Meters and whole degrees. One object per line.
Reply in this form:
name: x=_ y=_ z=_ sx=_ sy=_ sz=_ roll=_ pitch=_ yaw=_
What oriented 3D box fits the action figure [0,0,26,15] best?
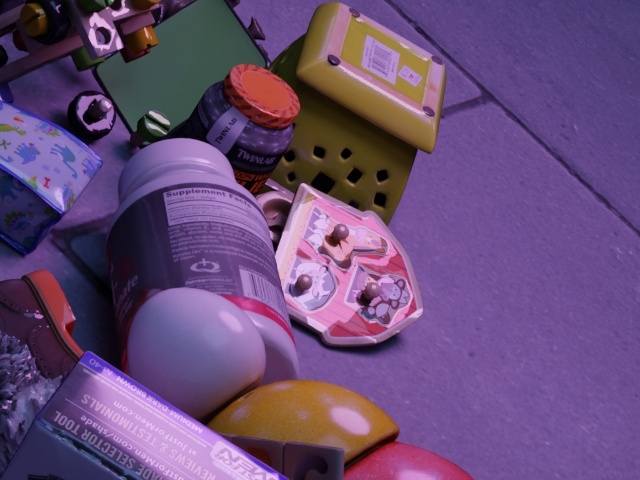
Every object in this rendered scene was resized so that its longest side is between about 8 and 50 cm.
action figure: x=-0.408 y=-0.393 z=2.234 sx=0.185 sy=0.099 sz=0.285 roll=43 pitch=28 yaw=-49

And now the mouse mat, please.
mouse mat: x=-0.172 y=-0.212 z=2.187 sx=0.153 sy=0.189 sz=0.007 roll=57 pitch=1 yaw=30

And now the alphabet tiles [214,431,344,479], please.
alphabet tiles: x=-0.055 y=0.323 z=1.382 sx=0.285 sy=0.343 sz=0.011 roll=2 pitch=-1 yaw=43

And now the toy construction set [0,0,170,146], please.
toy construction set: x=-0.267 y=-0.294 z=2.031 sx=0.257 sy=0.237 sz=0.309 roll=5 pitch=72 yaw=-31

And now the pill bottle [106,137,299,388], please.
pill bottle: x=-0.131 y=0.041 z=1.862 sx=0.176 sy=0.176 sz=0.318 roll=17 pitch=36 yaw=-27

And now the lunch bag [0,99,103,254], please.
lunch bag: x=-0.331 y=-0.078 z=1.912 sx=0.151 sy=0.096 sz=0.129 roll=40 pitch=31 yaw=-10

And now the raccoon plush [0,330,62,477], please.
raccoon plush: x=-0.311 y=0.100 z=1.611 sx=0.299 sy=0.216 sz=0.446 roll=24 pitch=32 yaw=-31

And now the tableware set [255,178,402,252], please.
tableware set: x=0.000 y=0.000 z=2.135 sx=0.194 sy=0.039 sz=0.128 roll=28 pitch=50 yaw=-10

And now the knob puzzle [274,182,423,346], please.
knob puzzle: x=0.040 y=0.040 z=2.093 sx=0.213 sy=0.030 sz=0.213 roll=12 pitch=60 yaw=-22

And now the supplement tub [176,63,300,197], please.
supplement tub: x=-0.108 y=-0.104 z=2.063 sx=0.117 sy=0.190 sz=0.117 roll=24 pitch=34 yaw=-17

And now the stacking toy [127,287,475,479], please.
stacking toy: x=-0.002 y=0.235 z=1.494 sx=0.480 sy=0.350 sz=0.350 roll=54 pitch=35 yaw=9

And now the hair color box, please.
hair color box: x=-0.188 y=0.268 z=1.352 sx=0.185 sy=0.339 sz=0.110 roll=33 pitch=32 yaw=-3

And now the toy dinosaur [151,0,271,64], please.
toy dinosaur: x=-0.151 y=-0.222 z=2.256 sx=0.121 sy=0.160 sz=0.313 roll=44 pitch=24 yaw=-60

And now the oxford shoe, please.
oxford shoe: x=-0.263 y=0.146 z=1.703 sx=0.098 sy=0.097 sz=0.271 roll=-13 pitch=48 yaw=-26

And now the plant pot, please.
plant pot: x=0.030 y=-0.155 z=2.247 sx=0.227 sy=0.207 sz=0.228 roll=30 pitch=33 yaw=-10
